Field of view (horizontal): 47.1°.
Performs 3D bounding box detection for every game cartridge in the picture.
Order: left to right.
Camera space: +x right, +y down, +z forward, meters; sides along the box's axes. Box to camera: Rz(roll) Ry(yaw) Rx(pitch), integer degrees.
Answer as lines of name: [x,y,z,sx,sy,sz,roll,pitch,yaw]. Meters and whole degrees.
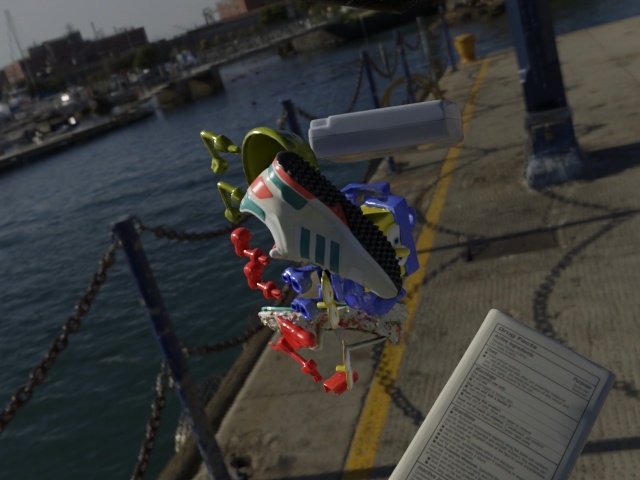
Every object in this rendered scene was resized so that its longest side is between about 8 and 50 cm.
game cartridge: [0.100,-0.148,1.034,0.198,0.062,0.297,-3,4,8]

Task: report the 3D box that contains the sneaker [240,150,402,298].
sneaker: [0.000,0.000,0.640,0.075,0.161,0.057,-40,14,25]

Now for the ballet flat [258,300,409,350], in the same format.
ballet flat: [0.019,0.136,1.154,0.241,0.077,0.091,-4,-11,11]

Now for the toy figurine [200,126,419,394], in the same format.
toy figurine: [0.026,-0.014,0.929,0.217,0.362,0.191,-31,29,-28]

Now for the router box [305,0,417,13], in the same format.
router box: [0.064,-0.294,0.765,0.133,0.046,0.179,1,-4,-21]

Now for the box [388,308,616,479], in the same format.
box: [0.156,0.238,0.730,0.148,0.121,0.311,30,60,19]
